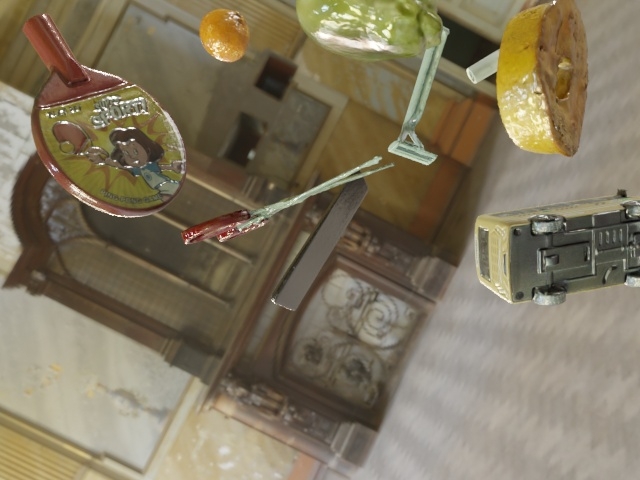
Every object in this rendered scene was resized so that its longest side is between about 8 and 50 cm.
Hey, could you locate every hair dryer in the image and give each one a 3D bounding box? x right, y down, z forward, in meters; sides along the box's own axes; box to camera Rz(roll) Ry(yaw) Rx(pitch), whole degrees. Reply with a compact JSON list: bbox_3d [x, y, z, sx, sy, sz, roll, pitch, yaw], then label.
[{"bbox_3d":[0.443,-0.357,1.900,0.154,0.183,0.044,-29,19,0],"label":"hair dryer"}]

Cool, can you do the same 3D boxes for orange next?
[{"bbox_3d":[-0.239,-0.518,2.053,0.117,0.135,0.136,-49,12,44],"label":"orange"}]

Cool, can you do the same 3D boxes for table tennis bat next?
[{"bbox_3d":[-0.299,-0.165,1.088,0.200,0.310,0.038,-29,-7,-43],"label":"table tennis bat"}]

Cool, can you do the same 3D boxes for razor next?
[{"bbox_3d":[0.210,-0.303,1.678,0.056,0.111,0.278,10,87,55],"label":"razor"}]

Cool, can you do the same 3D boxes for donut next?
[{"bbox_3d":[0.393,-0.284,1.449,0.277,0.108,0.278,-2,-87,-58],"label":"donut"}]

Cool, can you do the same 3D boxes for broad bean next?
[{"bbox_3d":[0.081,-0.384,1.416,0.291,0.238,0.119,14,89,53],"label":"broad bean"}]

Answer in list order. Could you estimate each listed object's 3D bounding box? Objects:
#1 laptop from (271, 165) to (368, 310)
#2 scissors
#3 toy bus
[{"bbox_3d":[0.000,0.000,1.043,0.197,0.016,0.135,-58,-12,-4],"label":"laptop"},{"bbox_3d":[-0.033,-0.047,0.959,0.247,0.017,0.144,-21,-4,15],"label":"scissors"},{"bbox_3d":[0.501,0.006,1.627,0.202,0.365,0.177,-147,51,-70],"label":"toy bus"}]
